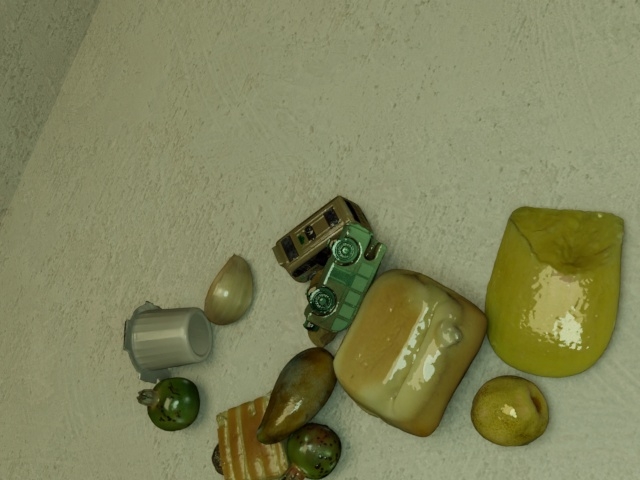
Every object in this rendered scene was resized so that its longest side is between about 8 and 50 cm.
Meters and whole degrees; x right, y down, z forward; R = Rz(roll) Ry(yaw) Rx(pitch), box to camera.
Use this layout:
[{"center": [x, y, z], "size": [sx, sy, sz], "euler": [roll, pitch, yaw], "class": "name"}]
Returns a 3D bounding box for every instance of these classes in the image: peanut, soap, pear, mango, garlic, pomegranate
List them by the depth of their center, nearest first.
[{"center": [0.441, 0.405, 1.445], "size": [0.178, 0.178, 0.177], "euler": [-10, 70, 29], "class": "pear"}, {"center": [0.558, 0.116, 1.492], "size": [0.306, 0.115, 0.426], "euler": [7, 78, 30], "class": "soap"}, {"center": [-0.030, 0.590, 1.668], "size": [0.159, 0.159, 0.205], "euler": [19, 53, 35], "class": "pomegranate"}, {"center": [-0.066, 0.430, 1.709], "size": [0.316, 0.146, 0.193], "euler": [-47, 10, -30], "class": "mango"}, {"center": [0.013, 0.199, 1.818], "size": [0.120, 0.110, 0.236], "euler": [7, 87, 23], "class": "peanut"}, {"center": [-0.491, 0.520, 1.966], "size": [0.180, 0.210, 0.179], "euler": [-23, 57, 41], "class": "pomegranate"}, {"center": [-0.302, 0.163, 2.025], "size": [0.164, 0.146, 0.244], "euler": [3, 72, 65], "class": "garlic"}]

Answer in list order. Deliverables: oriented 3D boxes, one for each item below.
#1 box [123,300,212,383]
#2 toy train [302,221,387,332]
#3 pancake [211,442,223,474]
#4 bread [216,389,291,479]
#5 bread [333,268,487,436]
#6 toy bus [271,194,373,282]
[{"center": [-0.479, 0.343, 2.025], "size": [0.207, 0.262, 0.291], "euler": [-10, 108, 19], "class": "box"}, {"center": [0.061, 0.112, 1.698], "size": [0.159, 0.129, 0.326], "euler": [25, 90, -4], "class": "toy train"}, {"center": [-0.293, 0.677, 1.911], "size": [0.115, 0.011, 0.114], "euler": [-10, 69, 29], "class": "pancake"}, {"center": [-0.185, 0.592, 1.810], "size": [0.239, 0.111, 0.245], "euler": [-23, 63, 23], "class": "bread"}, {"center": [0.226, 0.283, 1.563], "size": [0.348, 0.253, 0.375], "euler": [24, 86, 42], "class": "bread"}, {"center": [0.000, 0.000, 1.854], "size": [0.290, 0.157, 0.139], "euler": [-35, 59, 18], "class": "toy bus"}]
